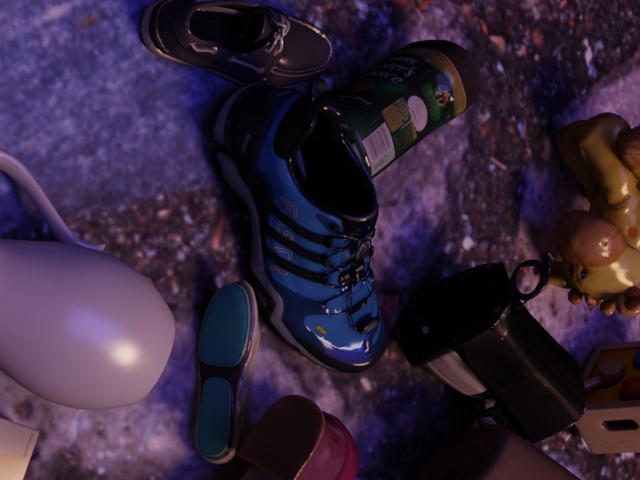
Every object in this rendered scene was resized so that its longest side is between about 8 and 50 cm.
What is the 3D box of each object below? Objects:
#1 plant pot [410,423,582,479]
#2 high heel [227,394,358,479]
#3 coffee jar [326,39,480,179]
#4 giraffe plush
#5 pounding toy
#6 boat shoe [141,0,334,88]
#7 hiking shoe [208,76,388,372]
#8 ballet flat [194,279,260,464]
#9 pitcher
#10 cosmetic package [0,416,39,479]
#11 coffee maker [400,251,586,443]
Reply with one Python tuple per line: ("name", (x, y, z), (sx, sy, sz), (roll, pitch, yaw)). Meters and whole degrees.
("plant pot", (0.199, 0.316, 1.378), (0.229, 0.263, 0.263), (48, 62, -10))
("high heel", (-0.094, 0.312, 1.224), (0.377, 0.127, 0.181), (-48, 157, -9))
("coffee jar", (0.067, -0.127, 1.329), (0.184, 0.096, 0.079), (-37, 116, -33))
("giraffe plush", (0.319, -0.013, 1.500), (0.210, 0.181, 0.170), (44, 76, -13))
("pounding toy", (0.333, 0.172, 1.548), (0.100, 0.141, 0.130), (58, 45, -25))
("boat shoe", (-0.060, -0.179, 1.243), (0.206, 0.065, 0.075), (5, 89, -39))
("hiking shoe", (0.000, 0.000, 1.253), (0.113, 0.132, 0.304), (-39, 117, -31))
("ballet flat", (-0.083, 0.119, 1.254), (0.052, 0.057, 0.168), (12, 87, -67))
("pitcher", (-0.218, 0.032, 1.099), (0.207, 0.125, 0.177), (27, 59, -25))
("cosmetic package", (-0.287, 0.159, 1.087), (0.115, 0.041, 0.060), (25, 76, -37))
("coffee maker", (0.196, 0.118, 1.396), (0.178, 0.171, 0.120), (45, 49, -33))
